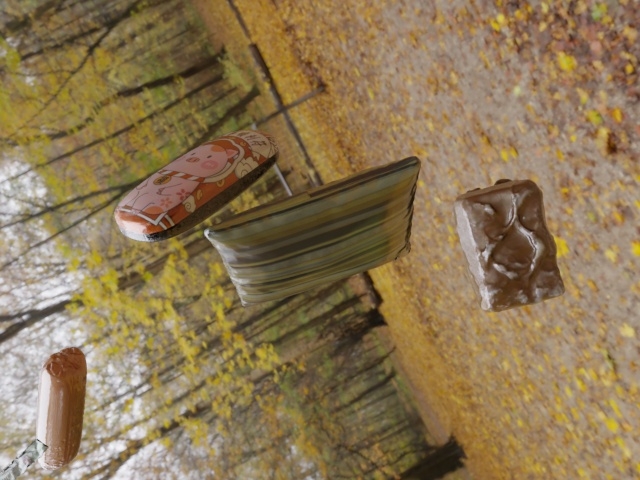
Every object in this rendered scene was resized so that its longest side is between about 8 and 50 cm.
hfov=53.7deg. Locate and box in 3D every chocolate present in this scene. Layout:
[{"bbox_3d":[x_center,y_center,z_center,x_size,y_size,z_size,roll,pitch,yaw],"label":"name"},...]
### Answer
[{"bbox_3d":[0.308,0.002,1.036,0.093,0.149,0.213,47,-152,-85],"label":"chocolate"}]

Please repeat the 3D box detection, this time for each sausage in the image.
[{"bbox_3d":[-0.490,0.323,1.194,0.086,0.086,0.288,60,140,47],"label":"sausage"}]

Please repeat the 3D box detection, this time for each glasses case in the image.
[{"bbox_3d":[-0.162,-0.082,0.872,0.103,0.267,0.067,16,132,33],"label":"glasses case"}]

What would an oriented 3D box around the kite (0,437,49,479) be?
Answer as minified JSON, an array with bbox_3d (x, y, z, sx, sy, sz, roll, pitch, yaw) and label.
[{"bbox_3d":[-0.511,0.390,0.984,0.335,0.314,0.011,47,-157,-16],"label":"kite"}]

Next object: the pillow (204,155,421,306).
[{"bbox_3d":[0.000,0.000,0.658,0.212,0.208,0.052,81,171,-66],"label":"pillow"}]
